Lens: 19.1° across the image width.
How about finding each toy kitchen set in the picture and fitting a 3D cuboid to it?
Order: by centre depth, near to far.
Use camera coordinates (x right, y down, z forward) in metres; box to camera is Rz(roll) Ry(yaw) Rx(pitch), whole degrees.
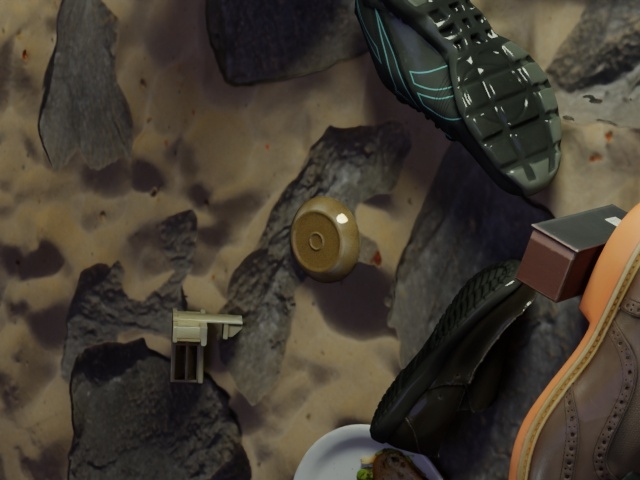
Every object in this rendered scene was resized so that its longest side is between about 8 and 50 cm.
[{"bbox_3d":[-0.113,0.110,1.869,0.068,0.083,0.075,2,100,-5],"label":"toy kitchen set"}]

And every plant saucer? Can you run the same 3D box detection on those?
[{"bbox_3d":[0.000,0.000,1.798,0.083,0.015,0.083,5,99,37],"label":"plant saucer"}]

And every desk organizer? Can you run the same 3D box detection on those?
[{"bbox_3d":[0.218,0.010,1.561,0.047,0.130,0.050,32,117,30],"label":"desk organizer"}]

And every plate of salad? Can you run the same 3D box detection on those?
[{"bbox_3d":[0.043,0.273,1.780,0.200,0.048,0.200,6,100,36],"label":"plate of salad"}]

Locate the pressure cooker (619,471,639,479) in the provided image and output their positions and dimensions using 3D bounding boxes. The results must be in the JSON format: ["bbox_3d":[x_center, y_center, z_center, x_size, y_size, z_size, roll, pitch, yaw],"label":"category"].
[{"bbox_3d":[0.346,0.351,1.364,0.420,0.375,0.370,19,99,32],"label":"pressure cooker"}]

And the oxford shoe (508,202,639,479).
[{"bbox_3d":[0.255,0.152,1.537,0.133,0.130,0.364,34,116,44],"label":"oxford shoe"}]

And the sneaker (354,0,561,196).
[{"bbox_3d":[0.117,-0.147,1.658,0.267,0.101,0.106,60,147,14],"label":"sneaker"}]

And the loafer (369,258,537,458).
[{"bbox_3d":[0.131,0.108,1.686,0.078,0.080,0.220,33,118,-7],"label":"loafer"}]
